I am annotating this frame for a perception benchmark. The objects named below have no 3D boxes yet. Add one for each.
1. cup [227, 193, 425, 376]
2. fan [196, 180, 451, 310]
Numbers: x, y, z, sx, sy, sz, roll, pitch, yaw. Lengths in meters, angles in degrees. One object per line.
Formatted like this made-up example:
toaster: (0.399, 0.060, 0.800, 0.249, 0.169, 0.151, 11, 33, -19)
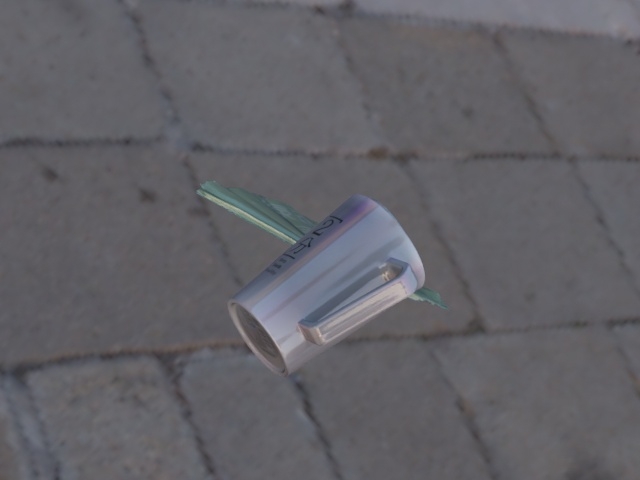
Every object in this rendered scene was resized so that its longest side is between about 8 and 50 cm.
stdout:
cup: (0.011, 0.031, 1.120, 0.116, 0.104, 0.074, -36, 117, -19)
fan: (0.000, 0.000, 1.380, 0.240, 0.009, 0.131, 25, 11, -26)
